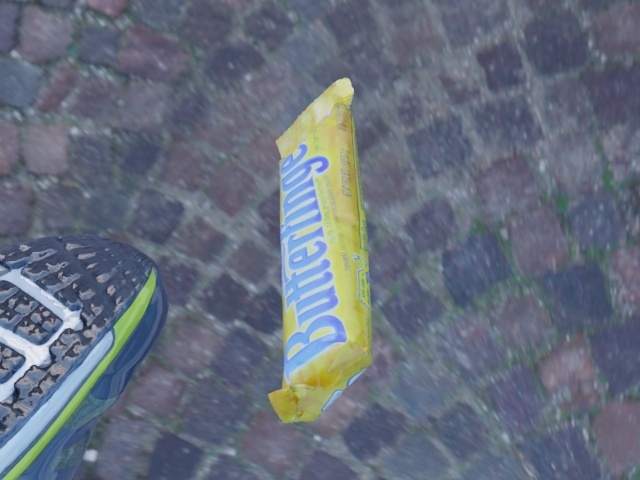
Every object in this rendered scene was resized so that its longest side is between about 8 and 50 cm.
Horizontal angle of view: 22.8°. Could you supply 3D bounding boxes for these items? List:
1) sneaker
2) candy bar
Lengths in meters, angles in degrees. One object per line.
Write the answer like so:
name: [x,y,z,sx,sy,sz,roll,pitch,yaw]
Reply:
sneaker: [-0.161,0.130,0.683,0.111,0.121,0.300,29,79,39]
candy bar: [0.000,0.000,0.527,0.018,0.161,0.040,37,117,-24]
